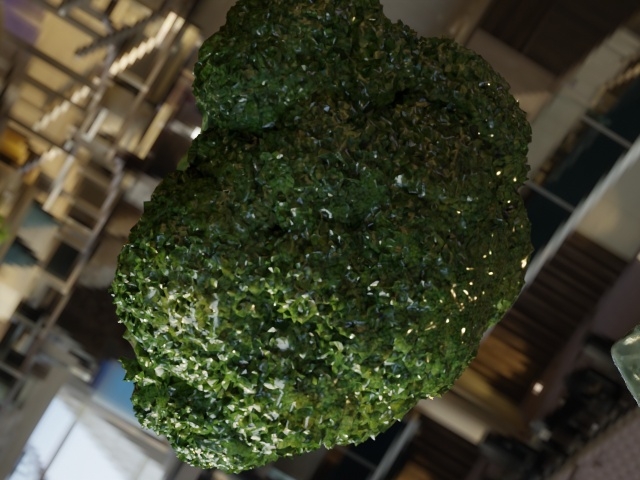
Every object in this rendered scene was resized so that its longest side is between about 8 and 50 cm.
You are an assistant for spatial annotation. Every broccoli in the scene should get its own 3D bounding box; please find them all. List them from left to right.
[{"bbox_3d":[0.007,-0.002,1.116,0.310,0.321,0.413,-92,-175,-65],"label":"broccoli"}]

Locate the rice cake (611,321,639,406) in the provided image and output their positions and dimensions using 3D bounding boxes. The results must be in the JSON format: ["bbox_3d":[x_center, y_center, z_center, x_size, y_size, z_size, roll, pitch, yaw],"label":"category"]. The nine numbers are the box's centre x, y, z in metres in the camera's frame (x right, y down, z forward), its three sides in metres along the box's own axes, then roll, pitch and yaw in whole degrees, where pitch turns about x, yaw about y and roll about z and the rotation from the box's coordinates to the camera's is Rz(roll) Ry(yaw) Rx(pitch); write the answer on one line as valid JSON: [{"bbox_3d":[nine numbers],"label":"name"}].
[{"bbox_3d":[0.285,0.194,0.870,0.066,0.336,0.063,-16,163,-33],"label":"rice cake"}]
